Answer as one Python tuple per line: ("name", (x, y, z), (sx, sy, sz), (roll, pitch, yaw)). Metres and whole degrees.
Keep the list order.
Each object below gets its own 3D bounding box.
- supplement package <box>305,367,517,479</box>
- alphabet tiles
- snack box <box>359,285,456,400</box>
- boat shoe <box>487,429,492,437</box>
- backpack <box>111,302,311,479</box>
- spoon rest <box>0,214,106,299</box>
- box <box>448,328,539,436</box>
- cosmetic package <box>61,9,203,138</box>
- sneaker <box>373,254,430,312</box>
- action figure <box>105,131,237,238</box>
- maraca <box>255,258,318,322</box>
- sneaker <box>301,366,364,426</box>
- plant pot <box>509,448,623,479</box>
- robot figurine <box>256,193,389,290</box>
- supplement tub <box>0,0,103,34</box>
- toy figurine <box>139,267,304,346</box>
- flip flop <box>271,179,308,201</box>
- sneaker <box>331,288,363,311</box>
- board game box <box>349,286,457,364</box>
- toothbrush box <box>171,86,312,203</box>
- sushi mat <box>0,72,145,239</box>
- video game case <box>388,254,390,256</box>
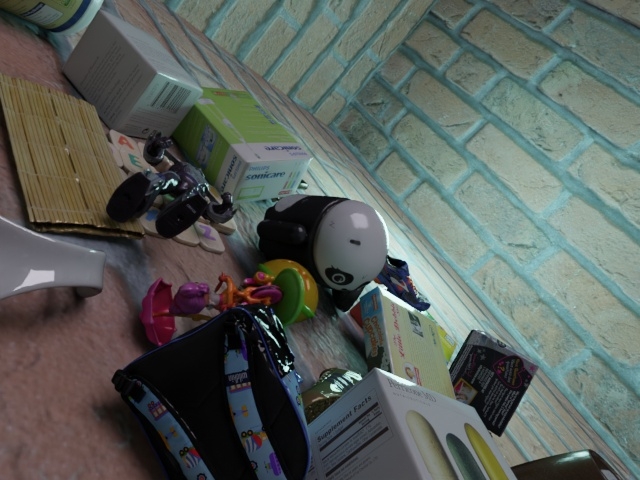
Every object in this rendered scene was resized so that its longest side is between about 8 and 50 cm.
("supplement package", (0.091, 0.305, 0.408), (0.199, 0.198, 0.263), (31, 22, -35))
("alphabet tiles", (-0.279, -0.094, 0.798), (0.284, 0.021, 0.278), (21, 28, -50))
("snack box", (0.169, 0.255, 0.807), (0.187, 0.060, 0.322), (33, 34, -28))
("boat shoe", (0.308, 0.405, 0.865), (0.073, 0.073, 0.207), (44, 16, 20))
("backpack", (-0.085, 0.165, 0.427), (0.173, 0.158, 0.117), (62, 5, 7))
("spoon rest", (-0.300, 0.013, 0.366), (0.276, 0.084, 0.138), (16, 72, -60))
("box", (0.360, 0.295, 0.953), (0.142, 0.164, 0.247), (30, -1, 21))
("cosmetic package", (-0.377, -0.324, 0.889), (0.184, 0.151, 0.151), (48, 17, 11))
("sneaker", (0.198, 0.096, 1.090), (0.221, 0.087, 0.083), (40, 19, -12))
("action figure", (-0.220, -0.083, 0.697), (0.185, 0.099, 0.285), (36, 12, -14))
("maraca", (-0.060, 0.086, 0.756), (0.127, 0.099, 0.186), (47, -7, 0))
("sneaker", (0.016, 0.232, 0.657), (0.192, 0.064, 0.086), (16, 14, -42))
("plant pot", (0.346, 0.424, 0.649), (0.215, 0.230, 0.215), (39, 18, -16))
("robot figurine", (-0.002, 0.002, 0.841), (0.278, 0.209, 0.174), (11, -54, 45))
("supplement tub", (-0.597, -0.559, 0.814), (0.228, 0.228, 0.316), (50, 18, 18))
("toy figurine", (-0.130, 0.084, 0.530), (0.159, 0.173, 0.130), (12, 51, -36))
("flip flop", (-0.136, -0.138, 1.135), (0.112, 0.080, 0.277), (38, 31, 17))
("sneaker", (0.009, 0.054, 1.004), (0.162, 0.107, 0.281), (31, 13, -10))
("board game box", (0.221, 0.225, 1.102), (0.242, 0.064, 0.316), (49, 18, 15))
("toothbrush box", (-0.192, -0.229, 1.022), (0.206, 0.122, 0.283), (-16, 55, -48))
("sushi mat", (-0.367, -0.126, 0.635), (0.151, 0.019, 0.317), (9, 40, -51))
("video game case", (0.167, 0.016, 1.525), (0.227, 0.026, 0.206), (52, 19, 22))
